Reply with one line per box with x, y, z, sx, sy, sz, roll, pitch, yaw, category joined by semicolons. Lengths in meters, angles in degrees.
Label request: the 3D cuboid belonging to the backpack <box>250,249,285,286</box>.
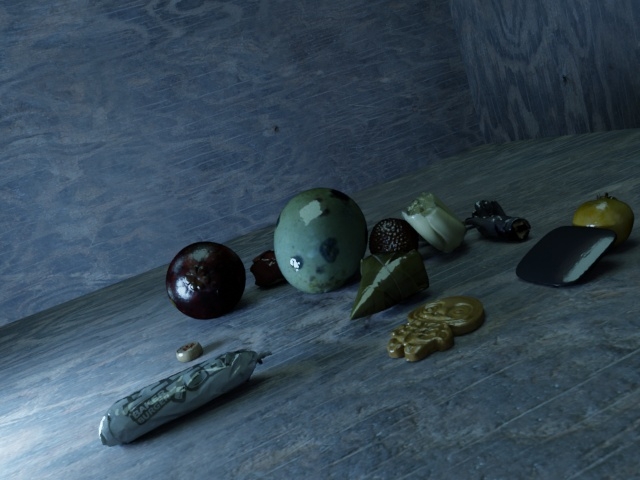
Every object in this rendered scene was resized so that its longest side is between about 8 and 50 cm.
-0.191;0.103;2.102;0.229;0.138;0.229;-23;10;4;backpack

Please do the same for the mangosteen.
-0.442;0.159;1.919;0.306;0.306;0.359;-20;-8;-5;mangosteen

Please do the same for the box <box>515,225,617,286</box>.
0.641;0.041;1.280;0.212;0.042;0.201;-44;21;-11;box

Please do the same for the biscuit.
0.280;0.206;1.206;0.289;0.044;0.202;-24;14;-33;biscuit

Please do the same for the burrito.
-0.329;0.376;1.231;0.446;0.101;0.139;-23;8;-12;burrito

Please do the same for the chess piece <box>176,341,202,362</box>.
-0.424;0.361;1.578;0.084;0.038;0.083;-16;13;4;chess piece

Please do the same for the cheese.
0.405;-0.072;1.746;0.127;0.233;0.266;-48;7;16;cheese

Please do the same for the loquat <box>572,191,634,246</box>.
0.773;-0.049;1.336;0.137;0.163;0.163;10;12;-3;loquat

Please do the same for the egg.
0.000;0.000;1.777;0.345;0.345;0.428;-14;36;21;egg

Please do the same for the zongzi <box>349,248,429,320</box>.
0.143;0.140;1.482;0.300;0.145;0.274;-31;12;-21;zongzi

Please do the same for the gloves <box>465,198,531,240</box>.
0.614;-0.063;1.714;0.142;0.119;0.285;-10;25;-11;gloves

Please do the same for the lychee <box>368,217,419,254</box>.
0.264;0.009;1.754;0.194;0.194;0.194;-18;12;4;lychee

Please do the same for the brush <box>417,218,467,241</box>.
0.516;-0.044;1.926;0.328;0.065;0.070;-10;5;-7;brush
